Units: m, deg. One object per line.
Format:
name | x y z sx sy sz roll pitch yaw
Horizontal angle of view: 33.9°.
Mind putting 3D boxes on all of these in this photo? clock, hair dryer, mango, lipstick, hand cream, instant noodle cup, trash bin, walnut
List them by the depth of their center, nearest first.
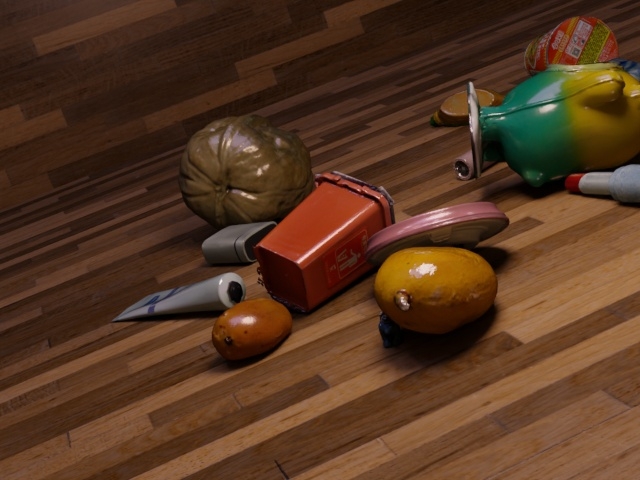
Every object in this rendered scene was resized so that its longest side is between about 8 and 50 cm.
mango | 0.175 0.062 1.559 0.177 0.119 0.317 -1 10 18
mango | -0.106 0.135 1.708 0.105 0.084 0.159 2 27 36
clock | 0.191 -0.002 1.728 0.244 0.056 0.244 -15 -11 -3
lipstick | 0.518 -0.098 1.803 0.068 0.061 0.274 -37 17 -18
trash bin | 0.000 0.000 1.847 0.184 0.161 0.239 26 50 38
hand cream | -0.267 0.116 2.015 0.321 0.067 0.109 -13 18 43
hair dryer | 0.417 -0.178 2.191 0.195 0.053 0.220 -31 28 -32
trash bin | -0.165 0.004 2.206 0.130 0.059 0.116 -4 21 43
walnut | -0.169 -0.151 2.356 0.282 0.253 0.277 -10 18 32
instant noodle cup | 0.614 -0.461 2.642 0.193 0.193 0.212 -22 10 -8

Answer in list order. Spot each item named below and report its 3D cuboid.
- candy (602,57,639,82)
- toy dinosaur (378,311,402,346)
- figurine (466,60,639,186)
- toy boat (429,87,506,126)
candy | 0.658 -0.362 2.434 0.331 0.077 0.187 -22 20 -17
toy dinosaur | 0.103 0.128 1.572 0.031 0.047 0.083 -15 17 9
figurine | 0.449 -0.213 1.963 0.340 0.231 0.323 -6 -22 10
toy boat | 0.373 -0.332 2.650 0.229 0.089 0.088 -9 -17 26
